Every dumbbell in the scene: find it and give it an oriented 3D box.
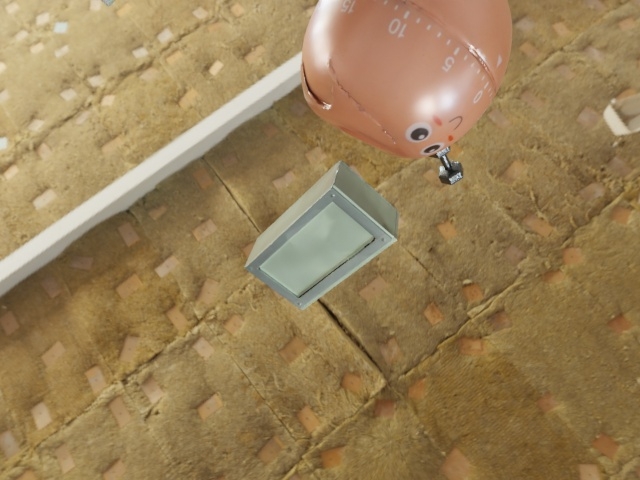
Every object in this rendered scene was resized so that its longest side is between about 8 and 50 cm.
[{"bbox_3d":[0.186,-0.121,0.747,0.040,0.083,0.036,21,-112,47],"label":"dumbbell"}]

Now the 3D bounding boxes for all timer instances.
[{"bbox_3d":[0.095,-0.211,0.575,0.229,0.229,0.215,37,-78,20],"label":"timer"}]

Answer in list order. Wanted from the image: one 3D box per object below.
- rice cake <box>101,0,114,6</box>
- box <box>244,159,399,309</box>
[{"bbox_3d":[-0.350,-0.554,0.904,0.237,0.043,0.127,-38,-75,7],"label":"rice cake"},{"bbox_3d":[0.000,0.000,0.800,0.129,0.225,0.086,39,-146,-16],"label":"box"}]
